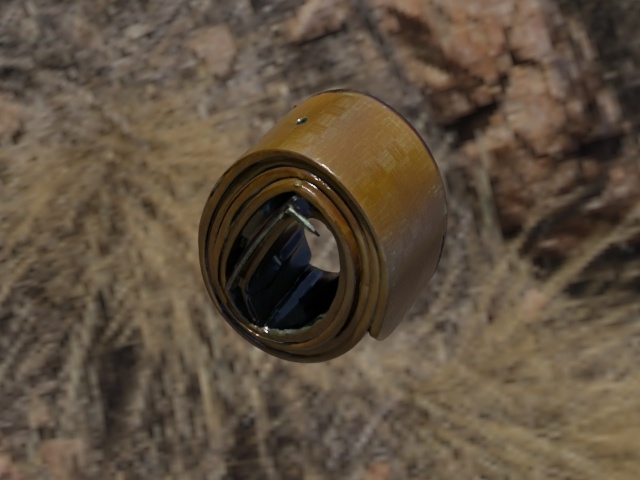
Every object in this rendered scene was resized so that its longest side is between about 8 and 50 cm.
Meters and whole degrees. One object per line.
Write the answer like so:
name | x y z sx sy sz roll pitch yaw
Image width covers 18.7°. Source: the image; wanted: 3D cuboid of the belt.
belt | 0.000 0.000 0.509 0.059 0.083 0.036 40 54 6
